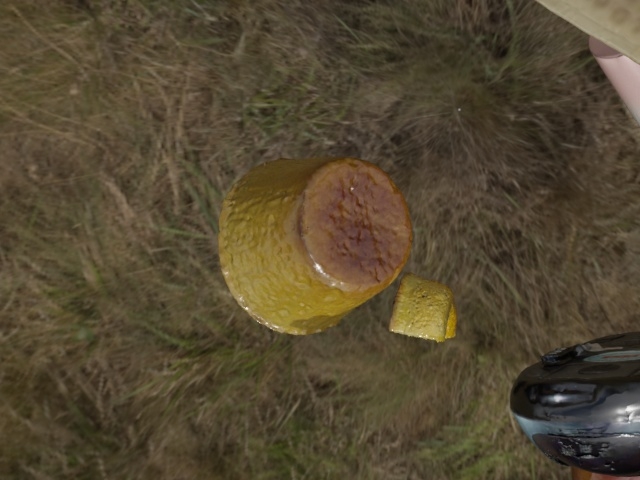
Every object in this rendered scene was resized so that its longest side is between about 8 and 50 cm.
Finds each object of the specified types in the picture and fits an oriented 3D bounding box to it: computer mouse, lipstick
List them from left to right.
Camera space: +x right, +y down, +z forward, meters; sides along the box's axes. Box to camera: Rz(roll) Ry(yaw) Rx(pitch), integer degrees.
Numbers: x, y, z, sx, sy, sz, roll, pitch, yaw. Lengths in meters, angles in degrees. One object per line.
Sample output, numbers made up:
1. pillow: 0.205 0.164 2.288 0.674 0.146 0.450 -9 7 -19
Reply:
1. computer mouse: 0.238 0.126 0.732 0.137 0.233 0.096 -2 93 39
2. lipstick: 0.465 -0.171 1.283 0.087 0.087 0.327 -40 127 11

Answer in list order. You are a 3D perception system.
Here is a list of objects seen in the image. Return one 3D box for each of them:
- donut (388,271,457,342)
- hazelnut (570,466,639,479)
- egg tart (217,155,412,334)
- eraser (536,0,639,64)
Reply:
1. donut: 0.078 0.058 0.695 0.038 0.067 0.083 3 142 18
2. hazelnut: 0.482 0.323 1.508 0.186 0.210 0.210 -9 96 17
3. egg tart: 0.000 0.000 1.102 0.215 0.171 0.215 6 79 -31
4. eraser: 0.087 -0.212 0.461 0.343 0.144 0.078 36 144 12
